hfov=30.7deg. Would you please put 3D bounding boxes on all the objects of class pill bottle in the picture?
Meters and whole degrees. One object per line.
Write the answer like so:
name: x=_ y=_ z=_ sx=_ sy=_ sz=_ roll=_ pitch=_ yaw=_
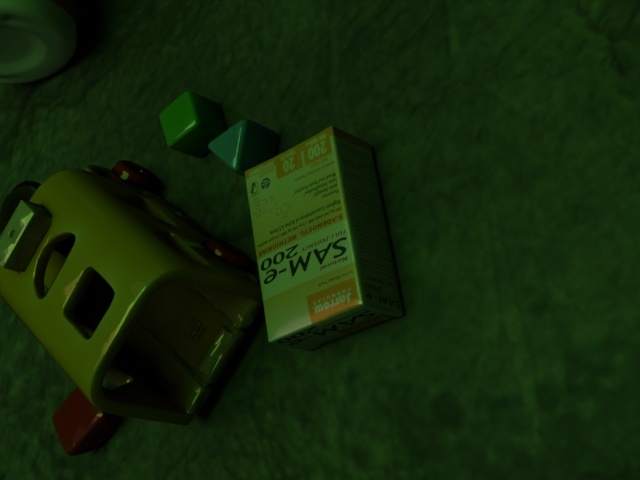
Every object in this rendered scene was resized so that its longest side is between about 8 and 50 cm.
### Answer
pill bottle: x=-0.220 y=-0.213 z=0.786 sx=0.108 sy=0.108 sz=0.193 roll=-19 pitch=66 yaw=33

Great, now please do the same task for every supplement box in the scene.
supplement box: x=0.000 y=0.000 z=0.595 sx=0.062 sy=0.036 sz=0.098 roll=-25 pitch=63 yaw=32

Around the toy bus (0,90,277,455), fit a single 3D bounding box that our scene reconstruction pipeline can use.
toy bus: x=-0.128 y=0.011 z=0.650 sx=0.202 sy=0.104 sz=0.191 roll=-19 pitch=66 yaw=33
